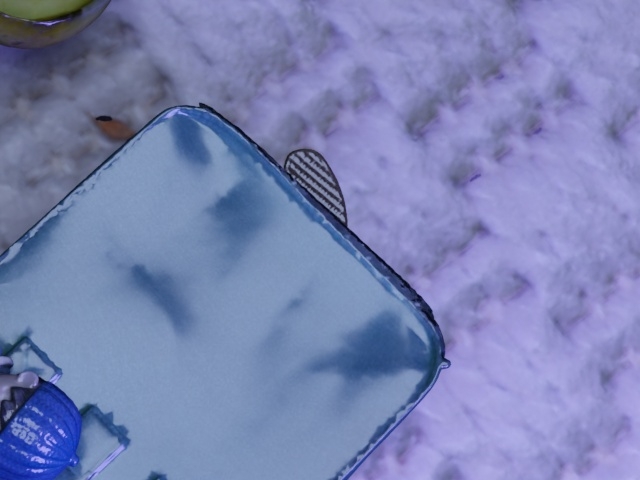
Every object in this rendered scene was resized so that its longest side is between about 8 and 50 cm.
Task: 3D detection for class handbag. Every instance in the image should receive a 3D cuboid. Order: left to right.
[{"bbox_3d":[-0.092,0.081,1.256,0.268,0.100,0.274,41,78,5],"label":"handbag"}]

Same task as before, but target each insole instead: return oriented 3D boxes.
[{"bbox_3d":[0.000,0.000,1.344,0.045,0.002,0.135,-7,80,-12],"label":"insole"}]

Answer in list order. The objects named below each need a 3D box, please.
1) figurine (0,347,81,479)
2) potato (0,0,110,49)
[{"bbox_3d":[-0.199,0.091,1.168,0.079,0.077,0.136,-5,55,-38],"label":"figurine"},{"bbox_3d":[-0.228,-0.241,1.296,0.160,0.111,0.272,-18,74,-28],"label":"potato"}]
